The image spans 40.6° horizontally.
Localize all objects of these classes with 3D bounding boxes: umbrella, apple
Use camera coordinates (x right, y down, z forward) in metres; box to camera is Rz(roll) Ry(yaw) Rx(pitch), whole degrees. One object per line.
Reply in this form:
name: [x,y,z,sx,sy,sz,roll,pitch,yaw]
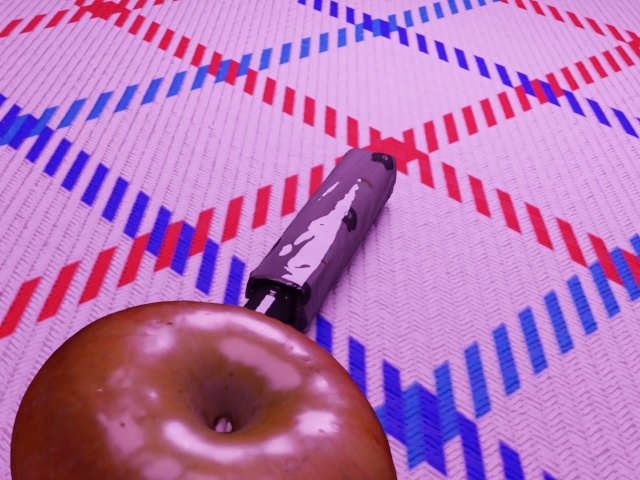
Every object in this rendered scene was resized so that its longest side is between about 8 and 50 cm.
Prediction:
umbrella: [0.000,0.000,0.851,0.073,0.067,0.337,2,31,22]
apple: [-0.070,0.148,0.529,0.210,0.173,0.235,-14,45,-35]
